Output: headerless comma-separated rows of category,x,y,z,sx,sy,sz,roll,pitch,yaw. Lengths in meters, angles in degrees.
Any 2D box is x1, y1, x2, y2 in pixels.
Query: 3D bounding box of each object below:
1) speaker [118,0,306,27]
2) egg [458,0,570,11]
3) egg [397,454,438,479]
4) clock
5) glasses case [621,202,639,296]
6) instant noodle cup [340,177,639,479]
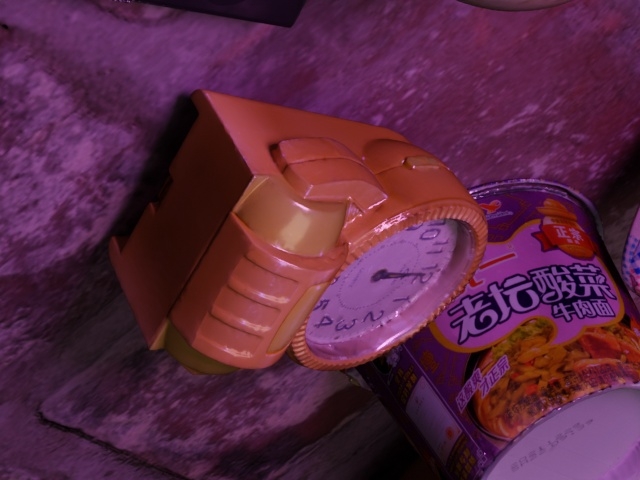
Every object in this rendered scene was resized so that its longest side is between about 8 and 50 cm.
speaker,-0.105,-0.225,1.307,0.218,0.044,0.082,6,130,-35
egg,0.122,-0.294,1.233,0.295,0.218,0.218,22,119,-34
egg,0.205,0.340,1.933,0.250,0.250,0.322,6,131,-35
clock,0.000,0.000,1.508,0.317,0.200,0.244,-1,137,-41
glasses case,0.407,-0.084,1.666,0.125,0.076,0.327,23,95,-47
instant noodle cup,0.207,0.143,1.716,0.340,0.266,0.339,-16,140,-14
